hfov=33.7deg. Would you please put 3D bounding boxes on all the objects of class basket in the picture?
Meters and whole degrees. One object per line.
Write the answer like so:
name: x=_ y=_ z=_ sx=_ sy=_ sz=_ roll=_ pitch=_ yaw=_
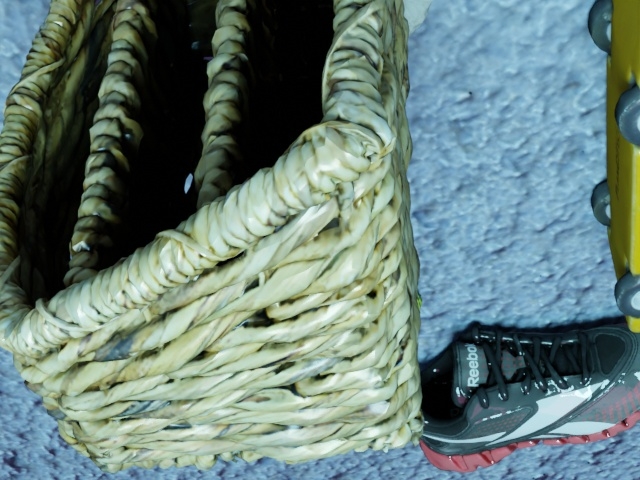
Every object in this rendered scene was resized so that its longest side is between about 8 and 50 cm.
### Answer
basket: x=-0.065 y=-0.069 z=0.508 sx=0.213 sy=0.299 sz=0.223 roll=-4 pitch=142 yaw=7

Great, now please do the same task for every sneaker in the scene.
sneaker: x=0.189 y=0.129 z=0.953 sx=0.276 sy=0.098 sz=0.135 roll=-23 pitch=136 yaw=26

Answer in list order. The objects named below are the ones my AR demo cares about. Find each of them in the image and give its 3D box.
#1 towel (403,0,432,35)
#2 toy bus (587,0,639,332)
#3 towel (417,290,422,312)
towel: x=-0.043 y=-0.204 z=0.616 sx=0.282 sy=0.049 sz=0.187 roll=21 pitch=136 yaw=-23
toy bus: x=0.256 y=-0.076 z=0.711 sx=0.130 sy=0.108 sz=0.333 roll=-8 pitch=138 yaw=8
towel: x=0.000 y=0.000 z=0.868 sx=0.102 sy=0.021 sz=0.237 roll=-16 pitch=136 yaw=17
